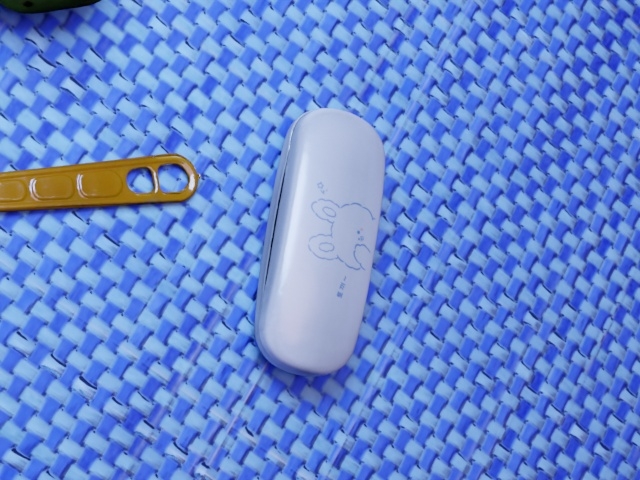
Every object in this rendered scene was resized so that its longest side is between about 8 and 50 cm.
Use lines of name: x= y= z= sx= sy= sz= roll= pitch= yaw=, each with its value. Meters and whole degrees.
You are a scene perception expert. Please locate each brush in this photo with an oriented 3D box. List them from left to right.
brush: x=-0.236 y=-0.040 z=1.373 sx=0.314 sy=0.017 sz=0.090 roll=-6 pitch=82 yaw=-30

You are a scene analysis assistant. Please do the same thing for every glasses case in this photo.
glasses case: x=0.000 y=0.000 z=1.466 sx=0.092 sy=0.059 sz=0.233 roll=18 pitch=70 yaw=-23

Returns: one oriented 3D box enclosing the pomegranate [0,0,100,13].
pomegranate: x=-0.223 y=-0.235 z=1.355 sx=0.143 sy=0.122 sz=0.169 roll=32 pitch=31 yaw=-13
